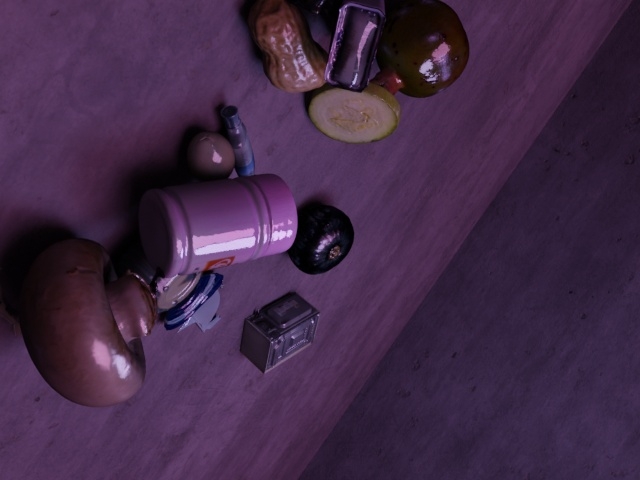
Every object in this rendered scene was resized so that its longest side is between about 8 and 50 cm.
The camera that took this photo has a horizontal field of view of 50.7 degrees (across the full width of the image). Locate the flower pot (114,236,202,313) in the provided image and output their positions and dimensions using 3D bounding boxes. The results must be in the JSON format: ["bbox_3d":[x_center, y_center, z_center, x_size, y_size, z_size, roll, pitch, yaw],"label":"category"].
[{"bbox_3d":[-0.390,0.073,1.650,0.243,0.157,0.189,-44,153,-24],"label":"flower pot"}]

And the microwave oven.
[{"bbox_3d":[-0.134,0.311,2.320,0.240,0.145,0.194,-26,144,-41],"label":"microwave oven"}]

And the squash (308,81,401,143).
[{"bbox_3d":[0.092,-0.350,1.836,0.252,0.251,0.049,60,38,-60],"label":"squash"}]

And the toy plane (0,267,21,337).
[{"bbox_3d":[-0.666,0.122,1.377,0.286,0.092,0.108,79,28,-51],"label":"toy plane"}]

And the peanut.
[{"bbox_3d":[-0.074,-0.440,1.574,0.291,0.143,0.159,42,67,-60],"label":"peanut"}]

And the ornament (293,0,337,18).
[{"bbox_3d":[-0.004,-0.618,1.439,0.080,0.202,0.236,0,122,-33],"label":"ornament"}]

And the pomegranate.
[{"bbox_3d":[0.248,-0.519,1.893,0.323,0.291,0.291,-31,154,10],"label":"pomegranate"}]

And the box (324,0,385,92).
[{"bbox_3d":[0.079,-0.496,1.570,0.370,0.112,0.190,-81,-176,-59],"label":"box"}]

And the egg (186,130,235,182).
[{"bbox_3d":[-0.259,-0.196,1.594,0.114,0.114,0.152,-43,161,-20],"label":"egg"}]

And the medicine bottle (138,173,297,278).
[{"bbox_3d":[-0.234,-0.039,1.552,0.315,0.202,0.202,-11,132,-34],"label":"medicine bottle"}]

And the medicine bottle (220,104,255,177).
[{"bbox_3d":[-0.203,-0.242,1.668,0.053,0.090,0.209,-7,143,3],"label":"medicine bottle"}]

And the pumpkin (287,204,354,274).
[{"bbox_3d":[0.000,0.000,2.158,0.233,0.163,0.233,-34,145,-29],"label":"pumpkin"}]

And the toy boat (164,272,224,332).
[{"bbox_3d":[-0.345,0.209,1.975,0.220,0.067,0.291,-46,154,-15],"label":"toy boat"}]

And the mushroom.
[{"bbox_3d":[-0.457,0.162,1.418,0.294,0.362,0.362,-19,142,-11],"label":"mushroom"}]
